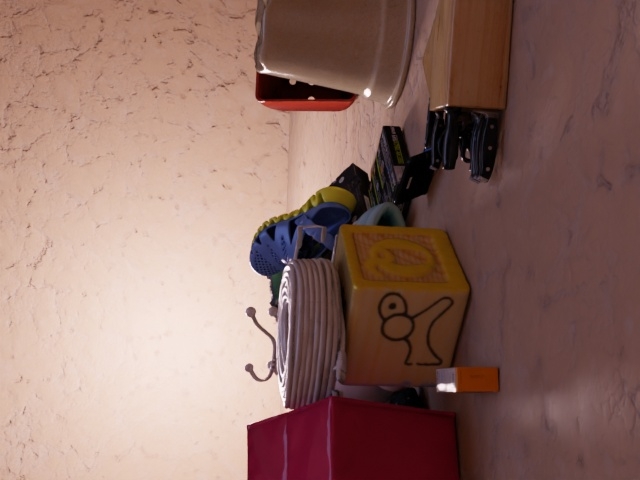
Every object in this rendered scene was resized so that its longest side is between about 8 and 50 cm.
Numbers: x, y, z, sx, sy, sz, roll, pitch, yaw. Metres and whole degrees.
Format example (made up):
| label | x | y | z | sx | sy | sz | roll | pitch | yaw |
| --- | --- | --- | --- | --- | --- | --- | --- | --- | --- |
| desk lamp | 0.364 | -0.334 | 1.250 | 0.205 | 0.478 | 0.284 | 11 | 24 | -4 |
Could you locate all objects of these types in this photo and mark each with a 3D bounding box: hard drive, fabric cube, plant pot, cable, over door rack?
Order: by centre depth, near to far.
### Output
| label | x | y | z | sx | sy | sz | roll | pitch | yaw |
| --- | --- | --- | --- | --- | --- | --- | --- | --- | --- |
| fabric cube | 0.051 | 0.405 | 1.369 | 0.259 | 0.254 | 0.258 | -31 | 53 | 49 |
| cable | -0.022 | 0.157 | 1.447 | 0.257 | 0.089 | 0.257 | 111 | 159 | -65 |
| over door rack | -0.045 | 0.119 | 1.788 | 0.239 | 0.108 | 0.324 | 11 | -81 | -69 |
| plant pot | 0.016 | -0.463 | 1.902 | 0.334 | 0.305 | 0.334 | -178 | 90 | -82 |
| hard drive | 0.000 | 0.000 | 2.107 | 0.339 | 0.064 | 0.237 | -44 | 30 | 22 |
| plant pot | -0.031 | -0.478 | 2.446 | 0.236 | 0.267 | 0.268 | 71 | -160 | -80 |

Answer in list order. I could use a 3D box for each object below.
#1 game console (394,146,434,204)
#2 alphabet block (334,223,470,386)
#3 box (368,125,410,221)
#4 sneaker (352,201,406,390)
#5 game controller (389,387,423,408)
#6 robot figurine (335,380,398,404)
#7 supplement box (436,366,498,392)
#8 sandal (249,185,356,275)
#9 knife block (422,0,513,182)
| label | x | y | z | sx | sy | sz | roll | pitch | yaw |
| --- | --- | --- | --- | --- | --- | --- | --- | --- | --- |
| game console | 0.171 | -0.140 | 1.581 | 0.071 | 0.107 | 0.122 | 54 | 152 | 28 |
| alphabet block | 0.120 | 0.106 | 1.449 | 0.193 | 0.192 | 0.197 | -105 | 20 | -57 |
| box | 0.145 | -0.110 | 1.822 | 0.191 | 0.045 | 0.184 | -98 | 11 | -46 |
| sneaker | 0.121 | 0.091 | 1.642 | 0.150 | 0.135 | 0.366 | 125 | 141 | -53 |
| game controller | 0.162 | 0.427 | 1.547 | 0.166 | 0.067 | 0.319 | 80 | -173 | -58 |
| robot figurine | 0.052 | 0.322 | 1.777 | 0.300 | 0.199 | 0.354 | -40 | -37 | -53 |
| supplement box | 0.208 | 0.200 | 1.255 | 0.098 | 0.062 | 0.036 | 132 | 139 | -77 |
| sandal | -0.051 | 0.004 | 1.995 | 0.317 | 0.126 | 0.138 | -36 | 38 | 37 |
| knife block | 0.216 | -0.229 | 1.251 | 0.276 | 0.088 | 0.242 | 103 | 166 | -48 |
